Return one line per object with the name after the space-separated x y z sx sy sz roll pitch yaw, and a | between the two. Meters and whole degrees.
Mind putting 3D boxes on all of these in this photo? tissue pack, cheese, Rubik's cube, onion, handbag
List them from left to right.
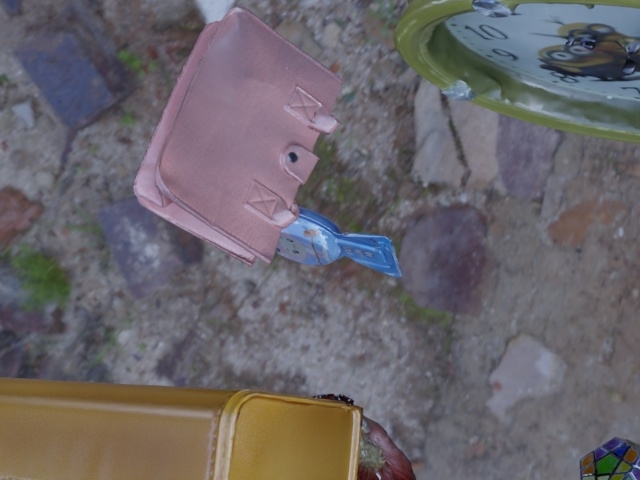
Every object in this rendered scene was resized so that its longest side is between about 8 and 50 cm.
-0.127 0.200 0.813 0.274 0.145 0.194 -4 77 38 | tissue pack
-0.071 -0.099 1.091 0.157 0.213 0.059 32 156 -25 | handbag
0.000 0.000 1.689 0.244 0.052 0.135 14 155 22 | cheese
0.019 0.366 1.629 0.272 0.272 0.195 43 121 -7 | onion
0.294 0.241 1.085 0.111 0.093 0.111 14 113 37 | Rubik's cube

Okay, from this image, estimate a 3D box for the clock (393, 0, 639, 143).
0.154 -0.098 0.558 0.237 0.237 0.057 11 84 14 | clock
